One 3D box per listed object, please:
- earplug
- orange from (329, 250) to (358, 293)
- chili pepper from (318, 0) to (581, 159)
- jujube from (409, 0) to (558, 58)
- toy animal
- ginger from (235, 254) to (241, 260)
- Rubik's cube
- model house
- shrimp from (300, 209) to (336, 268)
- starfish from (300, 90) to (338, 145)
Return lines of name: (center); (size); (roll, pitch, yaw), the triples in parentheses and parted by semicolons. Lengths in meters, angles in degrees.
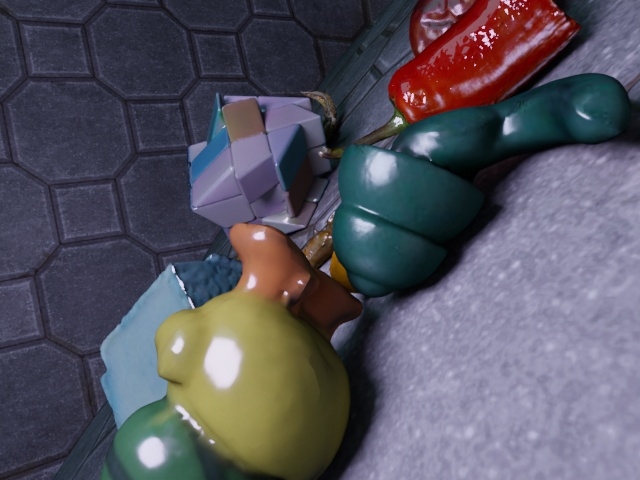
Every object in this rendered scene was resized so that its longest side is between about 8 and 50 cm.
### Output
earplug: (0.132, -0.050, 0.442); (0.257, 0.163, 0.280); (33, 100, 37)
orange: (0.049, 0.031, 0.568); (0.083, 0.070, 0.083); (22, -90, -87)
chili pepper: (0.167, -0.203, 0.596); (0.338, 0.134, 0.131); (-41, 8, 25)
jujube: (0.249, -0.359, 0.669); (0.230, 0.155, 0.155); (-11, 45, 59)
toy animal: (-0.076, 0.171, 0.430); (0.191, 0.216, 0.338); (23, 79, 45)
ginger: (-0.217, -0.011, 1.361); (0.131, 0.086, 0.295); (-25, 40, 42)
Rubik's cube: (-0.157, -0.183, 1.115); (0.367, 0.358, 0.387); (-17, 50, 0)
model house: (-0.178, 0.190, 0.717); (0.280, 0.230, 0.248); (-43, -21, 24)
shrimp: (-0.003, -0.002, 0.804); (0.187, 0.051, 0.132); (-39, 22, 47)
starfish: (-0.031, -0.376, 1.491); (0.384, 0.132, 0.398); (-48, 30, 42)
